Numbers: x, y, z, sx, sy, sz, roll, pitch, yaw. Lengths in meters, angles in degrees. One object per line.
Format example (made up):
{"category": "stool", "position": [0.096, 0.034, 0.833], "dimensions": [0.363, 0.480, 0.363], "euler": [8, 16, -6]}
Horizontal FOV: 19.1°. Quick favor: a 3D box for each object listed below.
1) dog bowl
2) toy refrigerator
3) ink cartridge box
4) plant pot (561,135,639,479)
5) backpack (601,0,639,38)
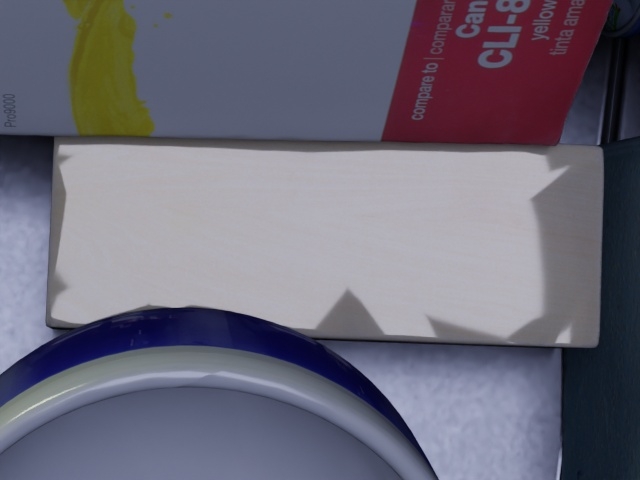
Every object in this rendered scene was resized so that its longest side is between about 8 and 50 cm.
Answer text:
{"category": "dog bowl", "position": [-0.063, 0.168, 0.878], "dimensions": [0.264, 0.104, 0.265], "euler": [-1, 104, -5]}
{"category": "toy refrigerator", "position": [0.000, 0.000, 0.959], "dimensions": [0.269, 0.094, 0.102], "euler": [2, 86, -6]}
{"category": "ink cartridge box", "position": [-0.072, -0.201, 0.898], "dimensions": [0.384, 0.160, 0.279], "euler": [0, 62, -7]}
{"category": "plant pot", "position": [0.267, 0.062, 0.905], "dimensions": [0.247, 0.252, 0.248], "euler": [3, 83, -8]}
{"category": "backpack", "position": [0.229, -0.187, 0.915], "dimensions": [0.213, 0.276, 0.263], "euler": [-15, 78, -1]}
